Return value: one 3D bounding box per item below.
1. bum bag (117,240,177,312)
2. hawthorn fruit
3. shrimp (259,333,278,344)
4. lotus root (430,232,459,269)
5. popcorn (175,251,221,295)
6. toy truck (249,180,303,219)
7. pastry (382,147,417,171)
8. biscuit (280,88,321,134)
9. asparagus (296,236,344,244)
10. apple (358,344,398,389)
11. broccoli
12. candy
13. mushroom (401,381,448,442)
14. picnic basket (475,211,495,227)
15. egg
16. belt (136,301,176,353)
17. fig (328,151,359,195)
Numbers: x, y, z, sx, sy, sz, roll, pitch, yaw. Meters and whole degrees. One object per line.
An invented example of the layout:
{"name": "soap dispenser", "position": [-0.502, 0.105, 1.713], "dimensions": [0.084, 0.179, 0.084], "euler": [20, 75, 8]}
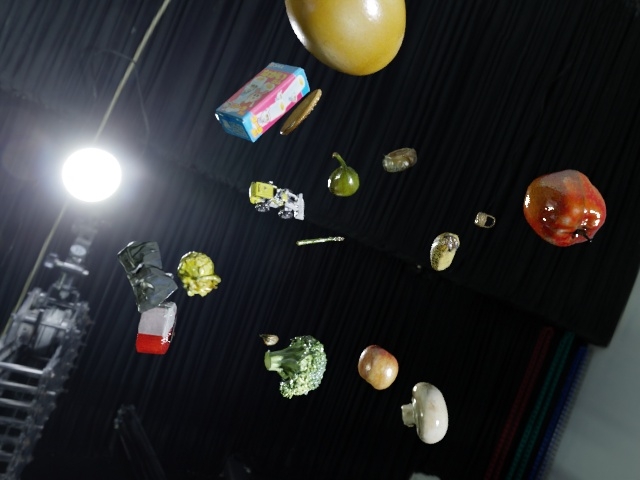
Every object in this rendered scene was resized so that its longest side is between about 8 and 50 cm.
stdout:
{"name": "bum bag", "position": [-0.567, 0.103, 1.444], "dimensions": [0.310, 0.136, 0.074], "euler": [52, 157, 34]}
{"name": "hawthorn fruit", "position": [0.859, -0.096, 1.528], "dimensions": [0.253, 0.254, 0.300], "euler": [22, -150, -17]}
{"name": "shrimp", "position": [-0.253, 0.480, 2.131], "dimensions": [0.108, 0.059, 0.023], "euler": [17, -161, -33]}
{"name": "lotus root", "position": [0.527, 0.046, 1.897], "dimensions": [0.109, 0.097, 0.259], "euler": [-16, 147, -10]}
{"name": "popcorn", "position": [-0.574, 0.159, 2.057], "dimensions": [0.169, 0.218, 0.189], "euler": [-18, -121, -28]}
{"name": "toy truck", "position": [-0.179, -0.180, 1.946], "dimensions": [0.285, 0.137, 0.111], "euler": [13, 154, -31]}
{"name": "pastry", "position": [0.345, -0.346, 1.902], "dimensions": [0.153, 0.081, 0.153], "euler": [-13, -161, 4]}
{"name": "biscuit", "position": [-0.100, -0.666, 2.303], "dimensions": [0.038, 0.305, 0.305], "euler": [39, 172, -21]}
{"name": "asparagus", "position": [0.000, 0.000, 2.184], "dimensions": [0.248, 0.025, 0.024], "euler": [-6, 171, -19]}
{"name": "apple", "position": [0.208, 0.462, 1.602], "dimensions": [0.146, 0.131, 0.146], "euler": [35, 168, 8]}
{"name": "broccoli", "position": [-0.091, 0.527, 1.850], "dimensions": [0.259, 0.288, 0.235], "euler": [-20, -117, -44]}
{"name": "candy", "position": [-0.196, -0.485, 1.526], "dimensions": [0.157, 0.306, 0.100], "euler": [25, 155, 35]}
{"name": "mushroom", "position": [0.414, 0.683, 1.757], "dimensions": [0.177, 0.227, 0.226], "euler": [1, 175, 9]}
{"name": "picnic basket", "position": [0.779, -0.094, 2.084], "dimensions": [0.083, 0.072, 0.072], "euler": [18, 178, 9]}
{"name": "egg", "position": [0.067, -0.592, 1.124], "dimensions": [0.351, 0.283, 0.282], "euler": [45, 168, -25]}
{"name": "belt", "position": [-0.612, 0.328, 1.677], "dimensions": [0.124, 0.201, 0.128], "euler": [8, 162, -4]}
{"name": "fig", "position": [0.106, -0.327, 2.084], "dimensions": [0.151, 0.151, 0.260], "euler": [21, 141, 27]}
